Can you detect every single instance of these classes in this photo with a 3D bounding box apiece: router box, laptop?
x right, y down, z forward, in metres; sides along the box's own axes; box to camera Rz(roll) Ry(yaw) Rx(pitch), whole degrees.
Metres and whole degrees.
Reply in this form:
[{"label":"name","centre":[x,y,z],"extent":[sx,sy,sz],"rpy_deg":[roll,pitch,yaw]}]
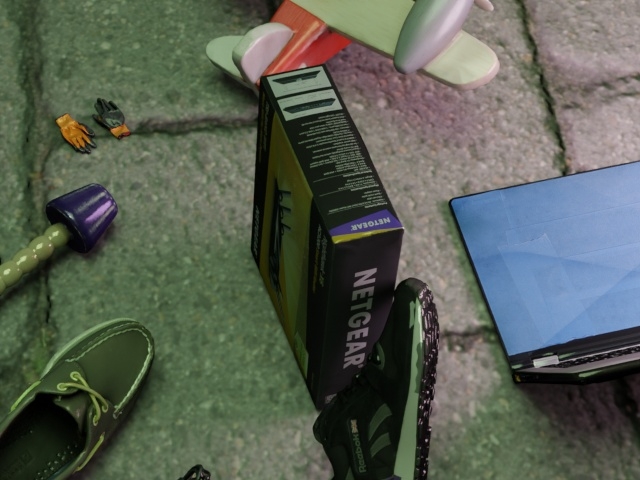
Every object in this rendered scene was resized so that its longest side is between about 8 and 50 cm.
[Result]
[{"label":"router box","centre":[0.000,0.000,1.815],"extent":[0.081,0.309,0.243],"rpy_deg":[-13,53,-15]},{"label":"laptop","centre":[0.387,0.011,1.856],"extent":[0.381,0.408,0.236],"rpy_deg":[-12,87,-8]}]

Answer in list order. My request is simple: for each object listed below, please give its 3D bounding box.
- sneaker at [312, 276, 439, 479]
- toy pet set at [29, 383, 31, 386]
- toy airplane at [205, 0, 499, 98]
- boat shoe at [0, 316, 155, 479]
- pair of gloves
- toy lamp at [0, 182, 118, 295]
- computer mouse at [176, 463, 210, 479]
[{"label":"sneaker","centre":[0.052,0.176,1.723],"extent":[0.124,0.283,0.107],"rpy_deg":[7,11,10]},{"label":"toy pet set","centre":[-0.359,0.191,1.829],"extent":[0.114,0.065,0.122],"rpy_deg":[27,58,20]},{"label":"toy airplane","centre":[0.020,-0.341,2.095],"extent":[0.386,0.272,0.384],"rpy_deg":[-3,53,-1]},{"label":"boat shoe","centre":[-0.280,0.198,1.784],"extent":[0.109,0.091,0.305],"rpy_deg":[48,65,-9]},{"label":"pair of gloves","centre":[-0.293,-0.149,2.119],"extent":[0.083,0.010,0.074],"rpy_deg":[-27,57,-19]},{"label":"toy lamp","centre":[-0.356,0.029,1.946],"extent":[0.274,0.080,0.080],"rpy_deg":[-39,61,-24]},{"label":"computer mouse","centre":[-0.146,0.376,1.632],"extent":[0.072,0.188,0.272],"rpy_deg":[0,62,-23]}]
